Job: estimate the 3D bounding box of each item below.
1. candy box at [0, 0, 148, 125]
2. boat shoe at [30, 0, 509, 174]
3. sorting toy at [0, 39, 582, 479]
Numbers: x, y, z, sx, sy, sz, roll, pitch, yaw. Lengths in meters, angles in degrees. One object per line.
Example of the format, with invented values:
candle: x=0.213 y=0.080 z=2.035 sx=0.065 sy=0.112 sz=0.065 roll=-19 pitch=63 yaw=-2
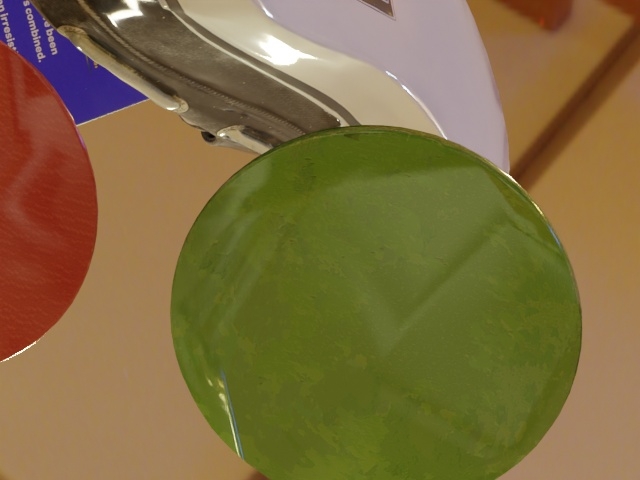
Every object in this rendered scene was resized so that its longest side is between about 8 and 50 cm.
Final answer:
candy box: x=-0.276 y=-0.182 z=1.201 sx=0.317 sy=0.268 sz=0.122 roll=-23 pitch=-162 yaw=-30
boat shoe: x=-0.013 y=-0.077 z=0.737 sx=0.102 sy=0.301 sz=0.108 roll=-14 pitch=-106 yaw=25
sorting toy: x=0.000 y=0.000 z=0.599 sx=0.366 sy=0.127 sz=0.126 roll=16 pitch=-158 yaw=2
